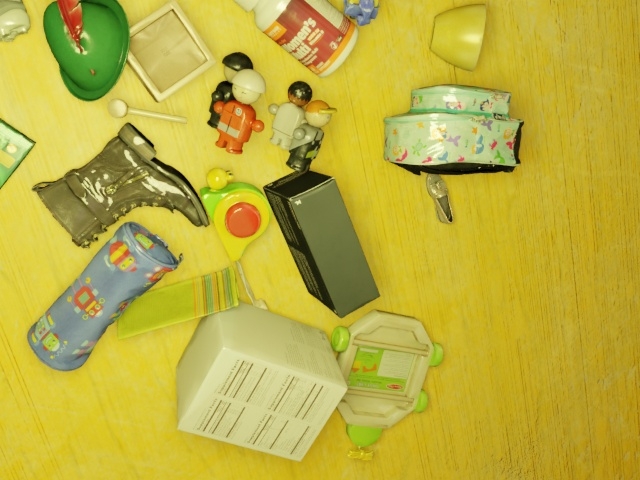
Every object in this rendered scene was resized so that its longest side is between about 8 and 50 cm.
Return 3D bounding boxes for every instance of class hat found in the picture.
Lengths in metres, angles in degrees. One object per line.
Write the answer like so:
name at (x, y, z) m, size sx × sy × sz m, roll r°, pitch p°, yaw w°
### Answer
hat at (-0.422, -0.336, 0.967) m, size 0.183 × 0.173 × 0.208 m, roll -3°, pitch 114°, yaw -61°

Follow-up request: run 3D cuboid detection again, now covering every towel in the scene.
towel at (-0.274, 0.118, 1.183) m, size 0.237 × 0.102 × 0.021 m, roll -16°, pitch 133°, yaw -3°

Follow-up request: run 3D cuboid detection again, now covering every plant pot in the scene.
plant pot at (0.278, -0.423, 1.274) m, size 0.095 × 0.134 × 0.134 m, roll 8°, pitch 101°, yaw 4°

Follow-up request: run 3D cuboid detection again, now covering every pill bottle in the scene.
pill bottle at (-0.045, -0.417, 1.151) m, size 0.221 × 0.121 × 0.121 m, roll 33°, pitch 90°, yaw -23°

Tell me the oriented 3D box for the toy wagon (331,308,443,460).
toy wagon at (0.125, 0.334, 1.416) m, size 0.267 × 0.068 × 0.344 m, roll 13°, pitch 98°, yaw -22°

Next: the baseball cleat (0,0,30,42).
baseball cleat at (-0.589, -0.359, 1.010) m, size 0.206 × 0.072 × 0.109 m, roll -20°, pitch 92°, yaw -16°

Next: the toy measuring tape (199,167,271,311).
toy measuring tape at (-0.134, -0.003, 1.227) m, size 0.121 × 0.121 × 0.330 m, roll -28°, pitch 118°, yaw -12°

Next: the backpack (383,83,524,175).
backpack at (0.256, -0.219, 1.249) m, size 0.253 × 0.225 × 0.191 m, roll -9°, pitch 104°, yaw -20°

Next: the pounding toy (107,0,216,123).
pounding toy at (-0.295, -0.290, 1.106) m, size 0.206 × 0.094 × 0.181 m, roll -38°, pitch 111°, yaw -8°

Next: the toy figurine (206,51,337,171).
toy figurine at (-0.093, -0.238, 1.126) m, size 0.209 × 0.213 × 0.148 m, roll 14°, pitch 111°, yaw -21°

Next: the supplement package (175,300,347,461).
supplement package at (-0.125, 0.270, 1.223) m, size 0.262 × 0.199 × 0.198 m, roll 23°, pitch 107°, yaw -23°

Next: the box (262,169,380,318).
box at (0.000, 0.000, 1.230) m, size 0.103 × 0.184 × 0.261 m, roll -27°, pitch 110°, yaw -12°

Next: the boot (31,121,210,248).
boot at (-0.364, -0.066, 1.149) m, size 0.229 × 0.091 × 0.263 m, roll -42°, pitch 108°, yaw -1°

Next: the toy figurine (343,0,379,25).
toy figurine at (0.053, -0.529, 1.162) m, size 0.191 × 0.217 × 0.363 m, roll -1°, pitch 59°, yaw -5°

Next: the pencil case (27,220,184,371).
pencil case at (-0.390, 0.098, 1.118) m, size 0.306 × 0.133 × 0.119 m, roll -45°, pitch 87°, yaw 11°

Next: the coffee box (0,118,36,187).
coffee box at (-0.597, -0.130, 1.064) m, size 0.113 × 0.040 × 0.184 m, roll 37°, pitch 88°, yaw -23°

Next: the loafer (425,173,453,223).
loafer at (0.273, -0.095, 1.383) m, size 0.045 × 0.039 × 0.125 m, roll -25°, pitch 110°, yaw -12°
